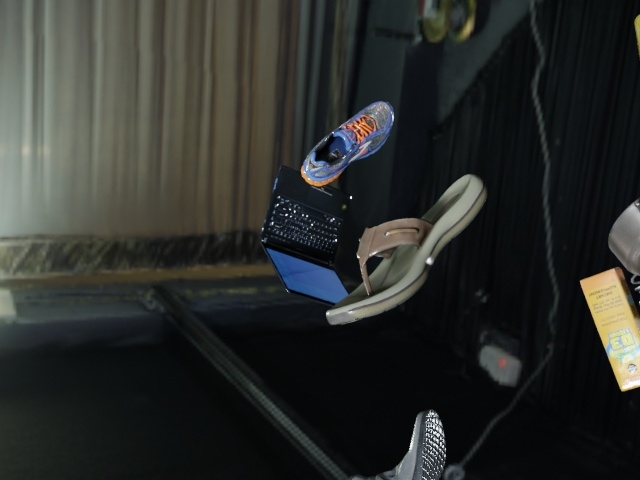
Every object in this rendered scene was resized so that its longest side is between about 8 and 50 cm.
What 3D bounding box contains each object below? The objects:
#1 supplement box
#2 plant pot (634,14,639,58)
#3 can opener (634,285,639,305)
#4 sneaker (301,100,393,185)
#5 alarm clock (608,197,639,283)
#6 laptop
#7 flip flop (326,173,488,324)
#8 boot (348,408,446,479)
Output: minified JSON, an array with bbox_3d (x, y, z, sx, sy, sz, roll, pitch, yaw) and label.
[{"bbox_3d":[0.594,0.175,1.822,0.078,0.233,0.080,-24,171,24],"label":"supplement box"},{"bbox_3d":[0.659,-0.269,1.519,0.212,0.212,0.187,-13,-148,12],"label":"plant pot"},{"bbox_3d":[0.752,0.070,1.825,0.076,0.095,0.283,5,154,-37],"label":"can opener"},{"bbox_3d":[0.059,-0.191,1.772,0.083,0.221,0.087,45,169,9],"label":"sneaker"},{"bbox_3d":[0.457,0.002,1.250,0.129,0.192,0.064,-20,-126,-12],"label":"alarm clock"},{"bbox_3d":[0.000,0.000,1.989,0.136,0.264,0.234,10,172,45],"label":"laptop"},{"bbox_3d":[0.094,0.000,1.069,0.277,0.080,0.112,-45,-166,-27],"label":"flip flop"},{"bbox_3d":[0.164,0.556,2.167,0.222,0.338,0.118,-9,141,33],"label":"boot"}]
